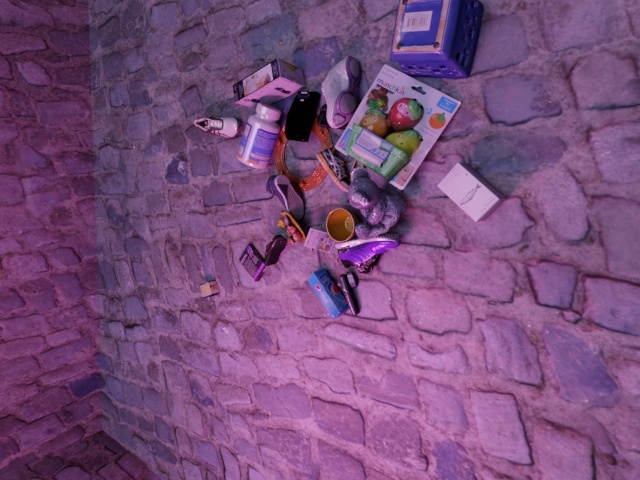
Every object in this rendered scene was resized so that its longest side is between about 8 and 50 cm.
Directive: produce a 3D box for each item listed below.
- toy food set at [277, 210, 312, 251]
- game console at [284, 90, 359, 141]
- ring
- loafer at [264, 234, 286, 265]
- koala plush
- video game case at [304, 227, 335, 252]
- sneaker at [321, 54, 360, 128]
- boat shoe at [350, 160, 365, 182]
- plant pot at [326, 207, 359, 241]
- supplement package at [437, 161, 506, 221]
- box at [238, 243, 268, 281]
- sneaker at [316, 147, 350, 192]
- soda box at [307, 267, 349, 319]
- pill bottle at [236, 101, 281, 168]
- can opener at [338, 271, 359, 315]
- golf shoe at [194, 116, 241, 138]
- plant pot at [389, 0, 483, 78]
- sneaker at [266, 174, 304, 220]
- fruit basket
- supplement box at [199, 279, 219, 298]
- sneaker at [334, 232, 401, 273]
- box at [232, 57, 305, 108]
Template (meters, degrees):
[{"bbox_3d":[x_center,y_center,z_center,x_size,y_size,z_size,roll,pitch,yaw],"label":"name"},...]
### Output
[{"bbox_3d":[-0.129,-0.035,1.791,0.218,0.071,0.128,50,164,21],"label":"toy food set"},{"bbox_3d":[0.006,-0.509,1.673,0.362,0.044,0.213,16,91,33],"label":"game console"},{"bbox_3d":[-0.088,-0.386,1.788,0.337,0.032,0.336,4,96,36],"label":"ring"},{"bbox_3d":[-0.226,0.035,1.880,0.078,0.080,0.220,62,144,25],"label":"loafer"},{"bbox_3d":[0.182,-0.150,1.461,0.203,0.221,0.196,-21,41,32],"label":"koala plush"},{"bbox_3d":[0.000,0.000,1.721,0.011,0.122,0.087,-106,35,-64],"label":"video game case"},{"bbox_3d":[0.068,-0.568,1.580,0.152,0.114,0.304,-4,67,44],"label":"sneaker"},{"bbox_3d":[0.151,-0.294,1.605,0.056,0.048,0.152,36,115,29],"label":"boat shoe"},{"bbox_3d":[0.104,-0.065,1.635,0.134,0.095,0.134,5,98,36],"label":"plant pot"},{"bbox_3d":[0.497,-0.159,1.321,0.179,0.105,0.105,49,120,22],"label":"supplement package"},{"bbox_3d":[-0.339,0.111,2.032,0.162,0.029,0.116,48,119,22],"label":"box"},{"bbox_3d":[0.070,-0.292,1.652,0.083,0.084,0.214,-34,85,0],"label":"sneaker"},{"bbox_3d":[0.035,0.228,1.728,0.210,0.067,0.071,55,139,18],"label":"soda box"},{"bbox_3d":[-0.275,-0.481,1.843,0.152,0.152,0.271,37,115,29],"label":"pill bottle"},{"bbox_3d":[0.122,0.225,1.676,0.073,0.059,0.186,-16,85,37],"label":"can opener"},{"bbox_3d":[-0.520,-0.579,2.041,0.273,0.120,0.105,10,99,35],"label":"golf shoe"},{"bbox_3d":[0.363,-0.671,1.302,0.236,0.212,0.235,17,106,34],"label":"plant pot"},{"bbox_3d":[-0.164,-0.199,1.834,0.163,0.086,0.226,14,133,60],"label":"sneaker"},{"bbox_3d":[0.258,-0.410,1.435,0.327,0.165,0.353,38,108,20],"label":"fruit basket"},{"bbox_3d":[-0.621,0.271,2.245,0.083,0.056,0.083,-22,82,37],"label":"supplement box"},{"bbox_3d":[0.196,0.056,1.585,0.294,0.102,0.146,-10,94,42],"label":"sneaker"},{"bbox_3d":[-0.229,-0.684,1.779,0.290,0.169,0.087,-11,86,39],"label":"box"}]
